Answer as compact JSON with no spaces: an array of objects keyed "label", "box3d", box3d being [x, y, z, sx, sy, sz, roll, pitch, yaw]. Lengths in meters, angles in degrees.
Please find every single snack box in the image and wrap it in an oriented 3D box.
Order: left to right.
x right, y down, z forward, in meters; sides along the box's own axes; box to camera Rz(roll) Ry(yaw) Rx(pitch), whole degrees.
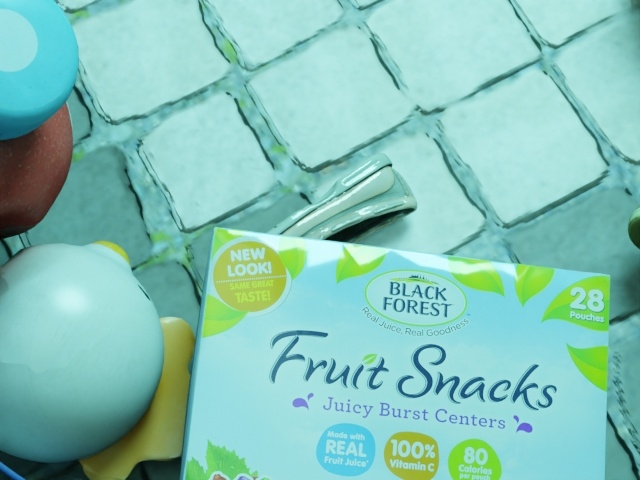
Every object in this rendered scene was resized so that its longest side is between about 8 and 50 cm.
[{"label":"snack box","box3d":[0.036,0.094,0.640,0.207,0.070,0.174,8,74,-6]}]

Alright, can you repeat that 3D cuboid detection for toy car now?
[{"label":"toy car","box3d":[-0.151,0.023,0.657,0.238,0.219,0.210,36,63,-20]}]

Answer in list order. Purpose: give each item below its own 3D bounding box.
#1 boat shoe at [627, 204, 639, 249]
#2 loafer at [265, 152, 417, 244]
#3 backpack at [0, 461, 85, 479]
[{"label":"boat shoe","box3d":[0.246,-0.009,0.700,0.153,0.056,0.048,6,61,3]},{"label":"loafer","box3d":[0.000,0.000,0.712,0.125,0.045,0.039,-38,79,-14]},{"label":"backpack","box3d":[-0.209,0.176,0.509,0.213,0.263,0.276,-17,40,7]}]
